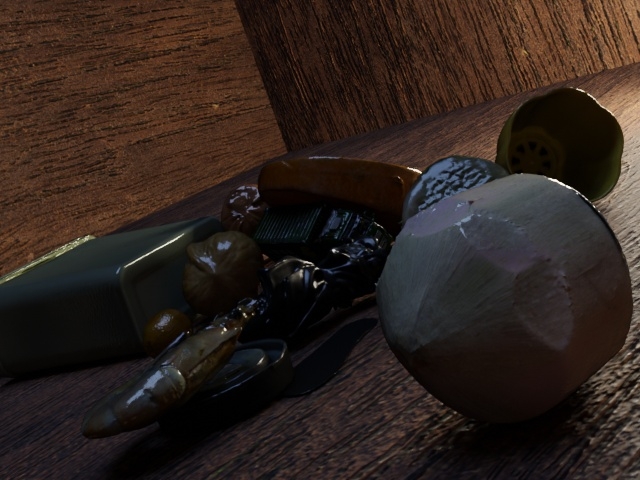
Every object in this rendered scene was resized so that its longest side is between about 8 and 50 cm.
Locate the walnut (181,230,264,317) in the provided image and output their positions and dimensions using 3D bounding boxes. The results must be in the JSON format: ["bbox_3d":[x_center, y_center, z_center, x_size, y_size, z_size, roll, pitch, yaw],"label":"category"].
[{"bbox_3d":[-0.167,0.055,1.541,0.166,0.149,0.166,-50,-4,-4],"label":"walnut"}]

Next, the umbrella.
[{"bbox_3d":[-0.012,0.071,1.285,0.272,0.110,0.122,-24,-28,-34],"label":"umbrella"}]

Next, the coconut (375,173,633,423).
[{"bbox_3d":[0.153,0.053,0.815,0.234,0.224,0.224,-23,11,-28],"label":"coconut"}]

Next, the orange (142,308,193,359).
[{"bbox_3d":[-0.235,0.145,1.393,0.085,0.085,0.085,-19,11,4],"label":"orange"}]

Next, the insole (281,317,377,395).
[{"bbox_3d":[0.012,0.145,1.153,0.080,0.003,0.232,-13,12,28],"label":"insole"}]

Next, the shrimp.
[{"bbox_3d":[-0.175,0.157,1.065,0.145,0.059,0.254,-26,11,45],"label":"shrimp"}]

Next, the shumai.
[{"bbox_3d":[0.210,-0.019,1.352,0.201,0.201,0.120,-20,-30,-1],"label":"shumai"}]

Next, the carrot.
[{"bbox_3d":[0.040,-0.072,1.566,0.307,0.100,0.258,7,-13,8],"label":"carrot"}]

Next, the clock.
[{"bbox_3d":[-0.119,0.178,1.111,0.184,0.040,0.184,-22,10,4],"label":"clock"}]

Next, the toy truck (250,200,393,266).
[{"bbox_3d":[0.000,0.000,1.534,0.259,0.121,0.088,-2,57,55],"label":"toy truck"}]

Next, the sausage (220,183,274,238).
[{"bbox_3d":[-0.113,-0.036,1.768,0.121,0.121,0.304,-18,-9,7],"label":"sausage"}]

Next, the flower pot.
[{"bbox_3d":[0.371,-0.135,1.488,0.195,0.195,0.179,-21,-2,-6],"label":"flower pot"}]

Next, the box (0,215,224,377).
[{"bbox_3d":[-0.381,0.095,1.659,0.344,0.177,0.352,-10,13,28],"label":"box"}]
